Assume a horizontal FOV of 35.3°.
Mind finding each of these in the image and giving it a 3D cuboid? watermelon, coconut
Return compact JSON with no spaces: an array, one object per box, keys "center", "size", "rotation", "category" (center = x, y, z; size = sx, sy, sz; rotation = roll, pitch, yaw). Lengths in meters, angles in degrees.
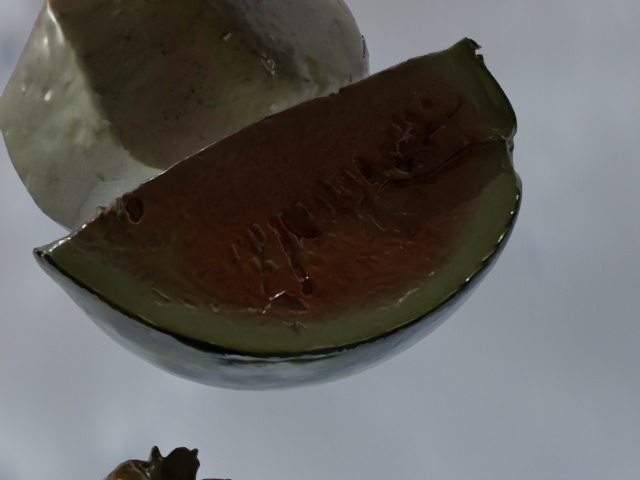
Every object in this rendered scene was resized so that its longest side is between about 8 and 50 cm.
[{"center":[0.016,0.015,0.570],"size":[0.303,0.159,0.128],"rotation":[-27,-150,-23],"category":"watermelon"},{"center":[-0.127,-0.132,0.942],"size":[0.352,0.352,0.353],"rotation":[-3,-107,9],"category":"coconut"}]

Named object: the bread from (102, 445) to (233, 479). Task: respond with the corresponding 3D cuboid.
[{"center":[-0.085,0.217,0.393],"size":[0.099,0.210,0.235],"rotation":[21,-130,-7],"category":"bread"}]
